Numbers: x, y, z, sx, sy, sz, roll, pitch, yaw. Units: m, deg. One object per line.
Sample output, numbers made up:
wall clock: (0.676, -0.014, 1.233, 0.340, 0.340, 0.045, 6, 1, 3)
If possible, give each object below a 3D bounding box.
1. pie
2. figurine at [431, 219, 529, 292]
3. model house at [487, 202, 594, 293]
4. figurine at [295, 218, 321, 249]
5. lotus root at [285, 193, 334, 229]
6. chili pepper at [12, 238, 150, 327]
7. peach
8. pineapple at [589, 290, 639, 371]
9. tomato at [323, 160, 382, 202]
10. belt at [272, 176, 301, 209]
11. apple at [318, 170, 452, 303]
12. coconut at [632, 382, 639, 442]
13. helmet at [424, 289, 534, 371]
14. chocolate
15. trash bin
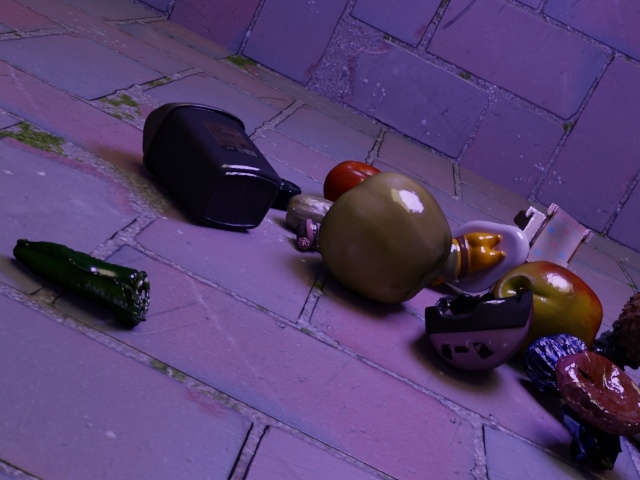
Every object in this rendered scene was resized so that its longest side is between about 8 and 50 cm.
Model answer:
pie: (0.480, 0.261, 1.575, 0.182, 0.050, 0.182, 21, 32, -14)
figurine: (0.326, 0.023, 2.073, 0.141, 0.250, 0.167, 16, 59, -50)
model house: (0.494, 0.074, 2.214, 0.169, 0.244, 0.326, 30, -16, 6)
figurine: (0.000, 0.000, 1.951, 0.129, 0.072, 0.054, 20, -27, -39)
lotus root: (0.011, -0.044, 2.024, 0.183, 0.090, 0.077, 23, -10, -18)
chili pepper: (-0.332, 0.049, 1.303, 0.216, 0.062, 0.108, 27, 11, 3)
peach: (0.467, 0.150, 1.912, 0.231, 0.231, 0.231, 24, 17, -8)
pineapple: (0.688, 0.193, 1.944, 0.202, 0.362, 0.202, 13, 63, -28)
tomato: (0.095, -0.110, 2.263, 0.195, 0.136, 0.195, 23, 20, -9)
belt: (-0.110, -0.118, 2.117, 0.140, 0.058, 0.105, 9, 21, -43)
apple: (0.134, -0.009, 1.825, 0.262, 0.262, 0.262, 24, 17, -8)
coconut: (0.698, 0.330, 1.768, 0.222, 0.202, 0.202, -11, 11, 13)
helmet: (0.303, 0.169, 1.729, 0.198, 0.154, 0.253, -8, -11, 28)
chocolate: (0.473, 0.300, 1.662, 0.343, 0.126, 0.148, -101, 166, -65)
trash bin: (-0.227, -0.159, 1.874, 0.209, 0.182, 0.290, 11, 29, -44)
